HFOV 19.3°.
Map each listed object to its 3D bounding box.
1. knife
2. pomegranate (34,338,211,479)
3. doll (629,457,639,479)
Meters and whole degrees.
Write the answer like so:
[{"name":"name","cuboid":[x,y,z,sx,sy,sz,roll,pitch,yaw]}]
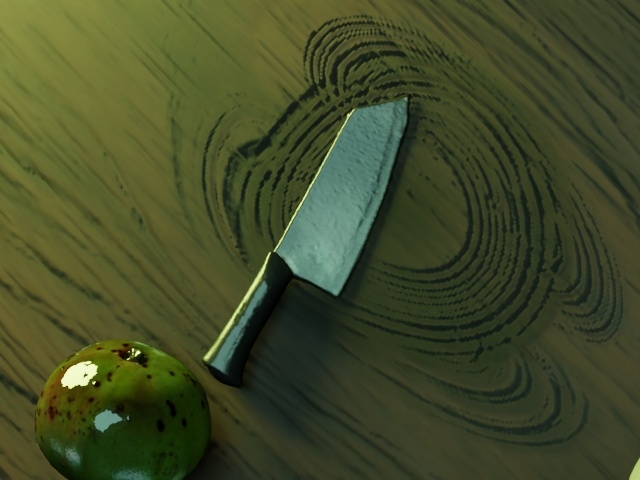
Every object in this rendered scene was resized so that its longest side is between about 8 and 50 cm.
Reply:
[{"name":"knife","cuboid":[0.000,0.000,1.258,0.060,0.028,0.230,29,87,7]},{"name":"pomegranate","cuboid":[-0.132,0.135,1.234,0.115,0.114,0.142,15,111,18]},{"name":"doll","cuboid":[0.105,0.299,1.085,0.366,0.187,0.376,-8,63,9]}]
